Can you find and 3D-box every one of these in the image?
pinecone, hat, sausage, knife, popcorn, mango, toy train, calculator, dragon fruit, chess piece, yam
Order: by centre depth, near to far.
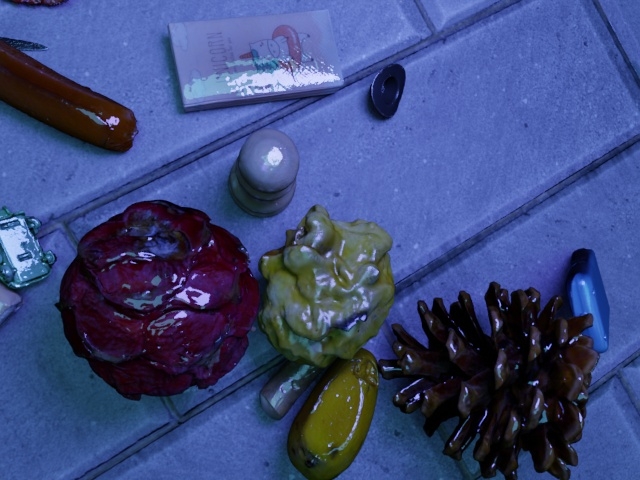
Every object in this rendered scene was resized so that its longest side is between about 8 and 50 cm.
[{"bbox_3d":[-0.256,0.093,0.763,0.330,0.329,0.328,1,86,-11],"label":"dragon fruit"},{"bbox_3d":[0.008,0.078,0.828,0.252,0.215,0.286,36,75,8],"label":"popcorn"},{"bbox_3d":[-0.550,0.010,0.828,0.099,0.081,0.149,-32,106,-44],"label":"toy train"},{"bbox_3d":[-0.101,-0.126,0.835,0.143,0.261,0.142,1,86,-9],"label":"chess piece"},{"bbox_3d":[-0.499,-0.262,0.846,0.331,0.102,0.102,27,81,-8],"label":"sausage"},{"bbox_3d":[0.294,0.241,0.871,0.385,0.384,0.383,1,86,-11],"label":"pinecone"},{"bbox_3d":[-0.609,-0.375,0.877,0.171,0.010,0.023,2,91,-13],"label":"knife"},{"bbox_3d":[0.035,0.321,0.880,0.130,0.167,0.261,30,70,6],"label":"mango"},{"bbox_3d":[0.012,0.200,0.926,0.081,0.081,0.356,44,77,-5],"label":"yam"},{"bbox_3d":[0.561,0.120,0.969,0.293,0.051,0.172,-24,99,-56],"label":"calculator"},{"bbox_3d":[0.138,-0.324,0.998,0.121,0.051,0.121,-25,125,-42],"label":"hat"}]

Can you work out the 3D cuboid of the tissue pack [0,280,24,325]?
[{"bbox_3d":[-0.659,0.097,0.785,0.222,0.090,0.186,46,72,-4],"label":"tissue pack"}]

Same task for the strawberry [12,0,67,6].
[{"bbox_3d":[-0.575,-0.516,0.868,0.208,0.087,0.167,36,100,-32],"label":"strawberry"}]

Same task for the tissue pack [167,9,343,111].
[{"bbox_3d":[-0.129,-0.367,0.942,0.326,0.071,0.169,-11,90,-12],"label":"tissue pack"}]
